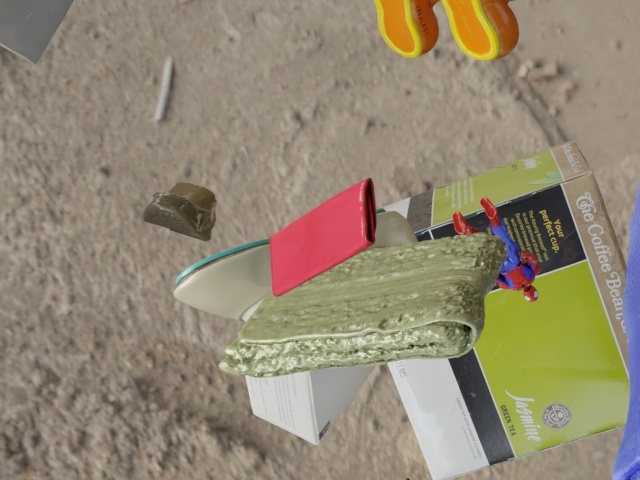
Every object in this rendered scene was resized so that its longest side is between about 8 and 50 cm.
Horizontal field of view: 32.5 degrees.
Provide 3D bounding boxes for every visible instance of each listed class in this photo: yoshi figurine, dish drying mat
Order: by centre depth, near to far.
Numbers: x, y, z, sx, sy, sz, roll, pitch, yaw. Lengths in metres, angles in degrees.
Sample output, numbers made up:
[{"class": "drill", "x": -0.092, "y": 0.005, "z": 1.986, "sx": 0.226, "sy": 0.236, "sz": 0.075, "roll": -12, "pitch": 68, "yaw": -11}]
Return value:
[{"class": "dish drying mat", "x": 0.000, "y": 0.000, "z": 0.496, "sx": 0.008, "sy": 0.083, "sz": 0.032, "roll": 7, "pitch": 69, "yaw": -30}, {"class": "yoshi figurine", "x": 0.227, "y": -0.295, "z": 1.101, "sx": 0.203, "sy": 0.203, "sz": 0.362, "roll": 42, "pitch": 66, "yaw": 6}]

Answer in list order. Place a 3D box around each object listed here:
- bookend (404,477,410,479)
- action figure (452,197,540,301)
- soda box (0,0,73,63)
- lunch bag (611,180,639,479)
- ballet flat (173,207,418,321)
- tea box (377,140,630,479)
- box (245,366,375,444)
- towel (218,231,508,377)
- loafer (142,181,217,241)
[{"class": "bookend", "x": 0.081, "y": 0.326, "z": 1.151, "sx": 0.157, "sy": 0.156, "sz": 0.072, "roll": -38, "pitch": 89, "yaw": -20}, {"class": "action figure", "x": 0.132, "y": 0.014, "z": 0.787, "sx": 0.038, "sy": 0.115, "sz": 0.030, "roll": -32, "pitch": 48, "yaw": 13}, {"class": "soda box", "x": -0.294, "y": -0.234, "z": 0.797, "sx": 0.091, "sy": 0.286, "sz": 0.098, "roll": 32, "pitch": 91, "yaw": 25}, {"class": "lunch bag", "x": 0.360, "y": 0.103, "z": 0.680, "sx": 0.386, "sy": 0.239, "sz": 0.327, "roll": 27, "pitch": 50, "yaw": -12}, {"class": "ballet flat", "x": -0.006, "y": 0.031, "z": 0.928, "sx": 0.248, "sy": 0.086, "sz": 0.086, "roll": -18, "pitch": 50, "yaw": -39}, {"class": "tea box", "x": 0.245, "y": 0.088, "z": 1.444, "sx": 0.324, "sy": 0.329, "sz": 0.220, "roll": -19, "pitch": 12, "yaw": 12}, {"class": "box", "x": -0.011, "y": 0.157, "z": 1.565, "sx": 0.119, "sy": 0.181, "sz": 0.181, "roll": 21, "pitch": 50, "yaw": 25}, {"class": "towel", "x": 0.025, "y": 0.036, "z": 0.599, "sx": 0.148, "sy": 0.027, "sz": 0.110, "roll": -11, "pitch": 23, "yaw": 25}, {"class": "loafer", "x": -0.133, "y": -0.033, "z": 1.059, "sx": 0.056, "sy": 0.148, "sz": 0.050, "roll": 14, "pitch": 85, "yaw": 3}]
